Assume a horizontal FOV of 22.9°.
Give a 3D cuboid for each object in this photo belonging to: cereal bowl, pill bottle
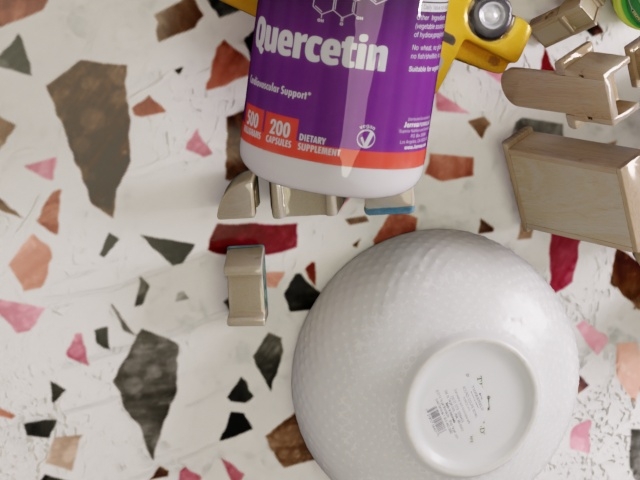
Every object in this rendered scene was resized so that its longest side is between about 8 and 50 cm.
[{"bbox_3d":[0.145,0.165,1.763,0.339,0.141,0.339,-4,104,-18],"label":"cereal bowl"},{"bbox_3d":[0.028,-0.212,1.501,0.181,0.181,0.323,3,104,-18],"label":"pill bottle"}]

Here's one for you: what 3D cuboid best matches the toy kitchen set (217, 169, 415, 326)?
[{"bbox_3d":[0.000,0.000,1.711,0.207,0.122,0.166,-2,104,4],"label":"toy kitchen set"}]

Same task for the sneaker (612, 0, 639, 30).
[{"bbox_3d":[0.382,-0.348,1.688,0.109,0.123,0.295,-31,134,-24],"label":"sneaker"}]

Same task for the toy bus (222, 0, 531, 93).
[{"bbox_3d":[0.049,-0.249,1.652,0.332,0.108,0.130,23,95,-21],"label":"toy bus"}]

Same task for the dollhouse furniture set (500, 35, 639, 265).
[{"bbox_3d":[0.389,-0.144,1.801,0.355,0.174,0.303,-35,121,-31],"label":"dollhouse furniture set"}]

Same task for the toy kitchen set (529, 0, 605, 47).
[{"bbox_3d":[0.267,-0.276,1.758,0.068,0.075,0.083,43,48,-24],"label":"toy kitchen set"}]
